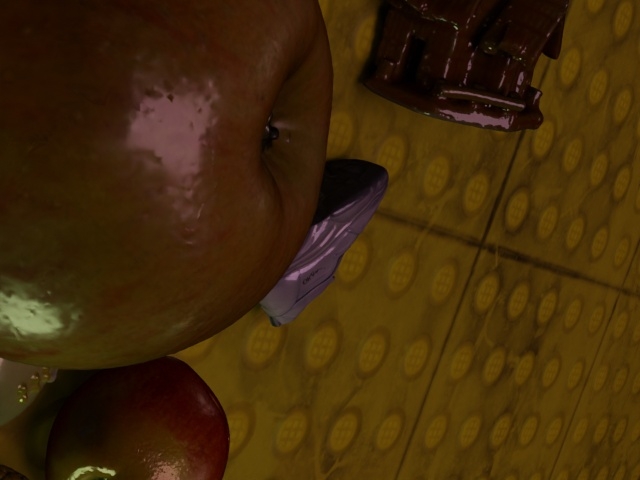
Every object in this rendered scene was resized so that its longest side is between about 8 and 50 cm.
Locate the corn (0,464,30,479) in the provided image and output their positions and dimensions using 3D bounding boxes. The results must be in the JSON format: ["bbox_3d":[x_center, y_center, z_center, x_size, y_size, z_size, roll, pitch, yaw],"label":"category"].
[{"bbox_3d":[-0.380,0.268,0.899,0.262,0.097,0.097,-11,116,-49],"label":"corn"}]

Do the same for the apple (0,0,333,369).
[{"bbox_3d":[-0.158,-0.094,0.764,0.400,0.333,0.400,-14,107,-54],"label":"apple"}]

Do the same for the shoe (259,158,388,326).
[{"bbox_3d":[0.000,0.000,1.234,0.245,0.095,0.137,-39,138,-28],"label":"shoe"}]

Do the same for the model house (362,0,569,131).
[{"bbox_3d":[0.197,-0.271,1.258,0.219,0.199,0.229,-25,131,-57],"label":"model house"}]

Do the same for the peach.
[{"bbox_3d":[-0.189,0.220,1.042,0.192,0.190,0.190,-29,130,-55],"label":"peach"}]

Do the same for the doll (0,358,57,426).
[{"bbox_3d":[-0.270,0.086,0.919,0.296,0.117,0.141,-32,142,-37],"label":"doll"}]
